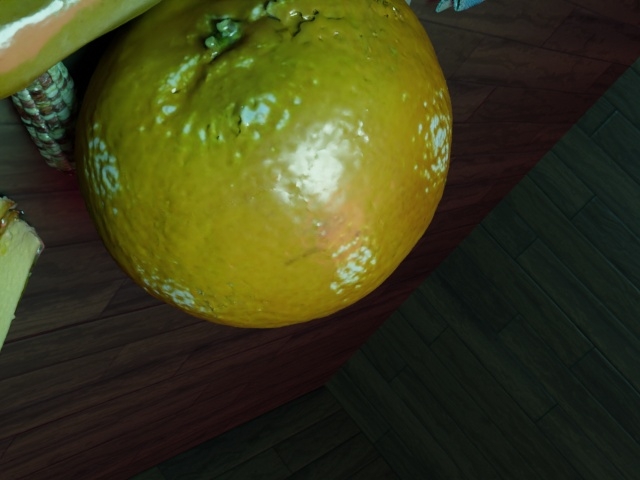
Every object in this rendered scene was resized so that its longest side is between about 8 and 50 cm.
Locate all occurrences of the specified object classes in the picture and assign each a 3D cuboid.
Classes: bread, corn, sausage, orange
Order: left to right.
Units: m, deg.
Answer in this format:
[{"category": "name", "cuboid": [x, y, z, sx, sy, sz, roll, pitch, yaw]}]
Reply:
[{"category": "bread", "cuboid": [-0.421, 0.044, 1.055, 0.178, 0.135, 0.240, -39, 160, -5]}, {"category": "corn", "cuboid": [-0.296, -0.149, 0.957, 0.079, 0.079, 0.237, -35, 159, -16]}, {"category": "sausage", "cuboid": [-0.220, -0.247, 0.814, 0.328, 0.112, 0.112, -36, 162, -16]}, {"category": "orange", "cuboid": [-0.063, -0.118, 0.936, 0.424, 0.424, 0.326, -38, 156, -8]}]

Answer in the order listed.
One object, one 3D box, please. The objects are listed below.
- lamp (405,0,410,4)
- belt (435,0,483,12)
[{"category": "lamp", "cuboid": [0.016, -0.271, 1.342, 0.269, 0.047, 0.266, -34, 163, -20]}, {"category": "belt", "cuboid": [0.240, -0.459, 1.282, 0.072, 0.087, 0.302, -35, 162, -28]}]
